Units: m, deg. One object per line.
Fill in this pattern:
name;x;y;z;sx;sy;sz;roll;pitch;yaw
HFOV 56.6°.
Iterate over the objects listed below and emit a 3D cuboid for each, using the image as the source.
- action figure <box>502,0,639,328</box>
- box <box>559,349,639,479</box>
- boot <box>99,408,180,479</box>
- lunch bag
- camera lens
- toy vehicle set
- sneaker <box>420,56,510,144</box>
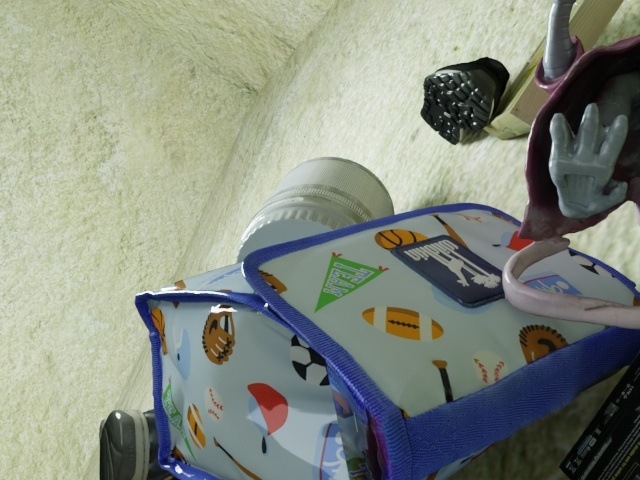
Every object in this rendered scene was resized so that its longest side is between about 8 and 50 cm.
action figure;0.302;-0.097;0.501;0.370;0.248;0.275;-30;-50;-66
box;0.275;0.135;0.391;0.180;0.078;0.147;-59;20;6
boot;-0.182;0.313;0.899;0.377;0.284;0.138;129;135;-57
lunch bag;0.051;0.099;0.558;0.386;0.328;0.238;-7;94;55
camera lens;0.000;0.000;0.957;0.219;0.219;0.274;-50;6;27
toy vehicle set;0.280;-0.212;0.752;0.166;0.035;0.267;-58;-4;11
sneaker;0.225;-0.234;0.882;0.124;0.107;0.283;-47;1;3
